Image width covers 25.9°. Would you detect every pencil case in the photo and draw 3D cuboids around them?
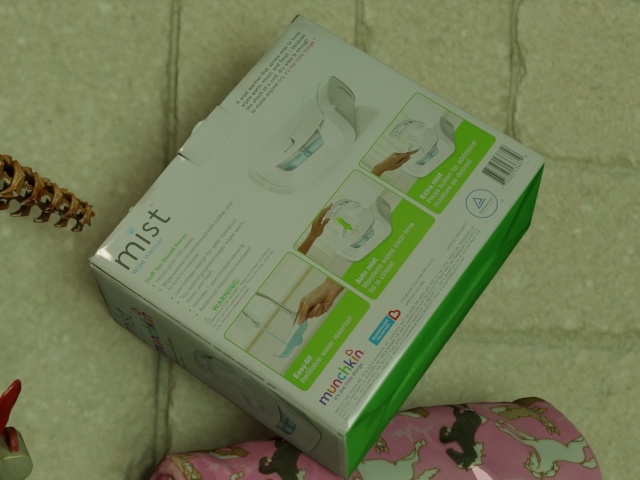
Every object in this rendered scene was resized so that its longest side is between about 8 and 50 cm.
[{"bbox_3d":[0.042,0.229,1.111,0.386,0.160,0.167,-3,48,-29],"label":"pencil case"}]

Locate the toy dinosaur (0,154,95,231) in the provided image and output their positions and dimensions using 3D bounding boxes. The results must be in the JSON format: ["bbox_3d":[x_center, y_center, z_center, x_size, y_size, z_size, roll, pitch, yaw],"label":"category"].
[{"bbox_3d":[-0.316,-0.027,0.931,0.322,0.164,0.218,-3,73,-8],"label":"toy dinosaur"}]

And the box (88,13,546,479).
[{"bbox_3d":[0.000,0.000,1.047,0.231,0.127,0.262,31,70,16],"label":"box"}]

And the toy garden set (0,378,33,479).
[{"bbox_3d":[-0.288,0.169,0.935,0.204,0.049,0.244,5,120,-31],"label":"toy garden set"}]
